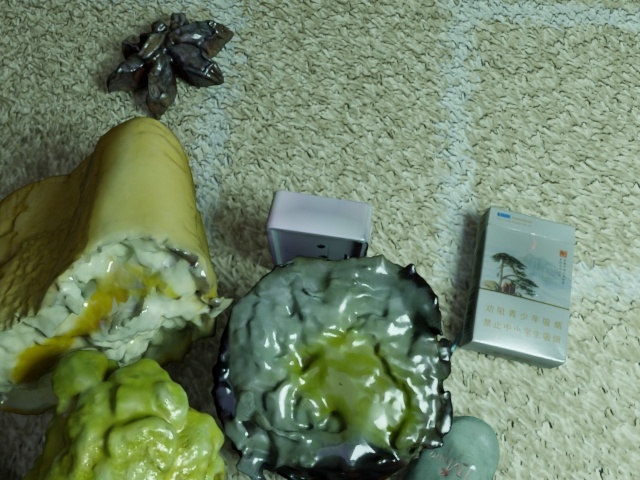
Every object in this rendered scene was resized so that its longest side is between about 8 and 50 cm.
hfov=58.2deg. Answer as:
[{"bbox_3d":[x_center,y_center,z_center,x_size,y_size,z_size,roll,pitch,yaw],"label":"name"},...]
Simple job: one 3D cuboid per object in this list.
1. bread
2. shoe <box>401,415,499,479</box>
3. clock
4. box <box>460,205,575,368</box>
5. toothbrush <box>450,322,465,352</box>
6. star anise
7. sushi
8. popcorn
[{"bbox_3d":[-0.294,0.025,0.812,0.361,0.250,0.394,-30,41,12],"label":"bread"},{"bbox_3d":[0.168,0.358,0.810,0.103,0.100,0.251,36,77,12],"label":"shoe"},{"bbox_3d":[0.000,0.000,0.888,0.150,0.197,0.063,9,69,3],"label":"clock"},{"bbox_3d":[0.319,0.073,0.925,0.150,0.067,0.233,15,69,-1],"label":"box"},{"bbox_3d":[0.213,0.169,0.925,0.014,0.011,0.167,30,73,16],"label":"toothbrush"},{"bbox_3d":[-0.280,-0.333,1.064,0.214,0.099,0.219,16,71,16],"label":"star anise"},{"bbox_3d":[0.013,0.185,0.769,0.300,0.294,0.281,-12,70,-3],"label":"sushi"},{"bbox_3d":[-0.219,0.256,0.632,0.235,0.250,0.241,-18,45,-24],"label":"popcorn"}]
